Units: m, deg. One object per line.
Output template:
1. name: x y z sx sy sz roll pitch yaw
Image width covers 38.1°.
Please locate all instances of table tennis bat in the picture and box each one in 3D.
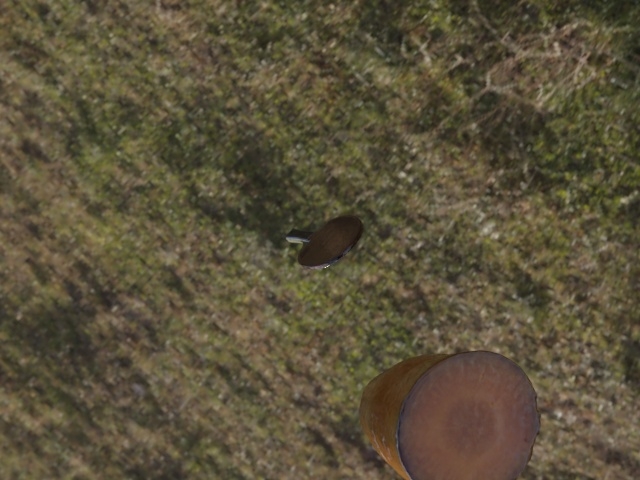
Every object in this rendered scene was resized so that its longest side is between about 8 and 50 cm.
1. table tennis bat: 0.000 0.000 1.237 0.014 0.095 0.158 49 161 -26

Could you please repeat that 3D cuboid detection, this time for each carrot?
1. carrot: 0.119 0.194 1.025 0.159 0.159 0.225 47 165 -10
